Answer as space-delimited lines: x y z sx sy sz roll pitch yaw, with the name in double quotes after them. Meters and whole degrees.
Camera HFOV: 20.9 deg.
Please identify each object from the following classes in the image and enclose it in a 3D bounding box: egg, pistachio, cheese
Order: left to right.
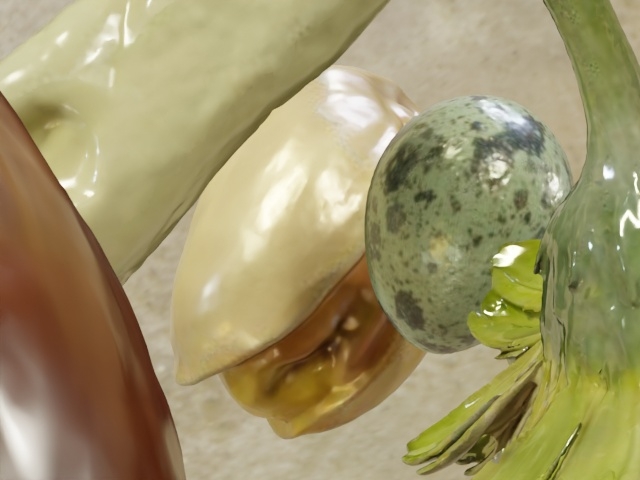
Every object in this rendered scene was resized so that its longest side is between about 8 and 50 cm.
-0.114 -0.066 1.001 0.351 0.328 0.129 -45 96 -5 "cheese"
0.000 0.000 1.380 0.230 0.230 0.309 28 74 -16 "pistachio"
0.092 -0.009 1.111 0.132 0.132 0.172 11 103 -22 "egg"

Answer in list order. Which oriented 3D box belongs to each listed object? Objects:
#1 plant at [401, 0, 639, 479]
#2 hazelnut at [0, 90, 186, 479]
0.188 0.018 0.805 0.261 0.306 0.297 13 112 5 "plant"
-0.233 0.098 0.432 0.420 0.353 0.421 2 54 -3 "hazelnut"
